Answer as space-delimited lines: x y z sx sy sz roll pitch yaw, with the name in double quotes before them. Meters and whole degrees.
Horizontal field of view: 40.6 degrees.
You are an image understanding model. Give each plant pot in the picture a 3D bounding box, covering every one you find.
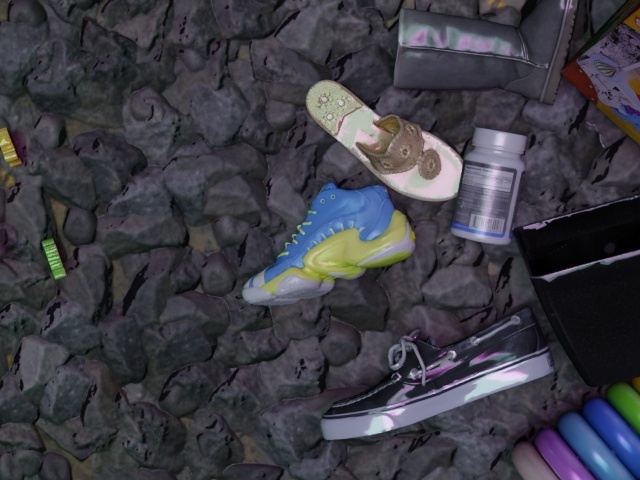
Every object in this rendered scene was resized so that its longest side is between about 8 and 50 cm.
"plant pot" 0.350 0.062 1.024 0.188 0.188 0.166 -17 104 11

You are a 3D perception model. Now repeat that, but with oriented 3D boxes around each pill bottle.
"pill bottle" 0.212 -0.068 1.078 0.078 0.078 0.137 11 97 8

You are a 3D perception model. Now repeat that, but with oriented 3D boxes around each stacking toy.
"stacking toy" -0.467 -0.025 1.181 0.167 0.052 0.221 -21 93 -13
"stacking toy" 0.402 0.217 1.059 0.330 0.141 0.141 -40 88 5

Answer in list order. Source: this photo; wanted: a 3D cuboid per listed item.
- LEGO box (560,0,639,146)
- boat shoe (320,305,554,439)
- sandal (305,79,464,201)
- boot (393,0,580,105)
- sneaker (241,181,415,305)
"LEGO box" 0.533 -0.109 0.847 0.500 0.372 0.193 43 85 1
"boat shoe" 0.136 0.165 1.100 0.306 0.113 0.104 -20 86 8
"sandal" 0.079 -0.123 1.094 0.240 0.079 0.088 34 100 4
"boot" 0.200 -0.261 1.057 0.209 0.076 0.189 15 111 13
"sneaker" 0.000 0.000 1.130 0.240 0.091 0.126 -20 74 11
